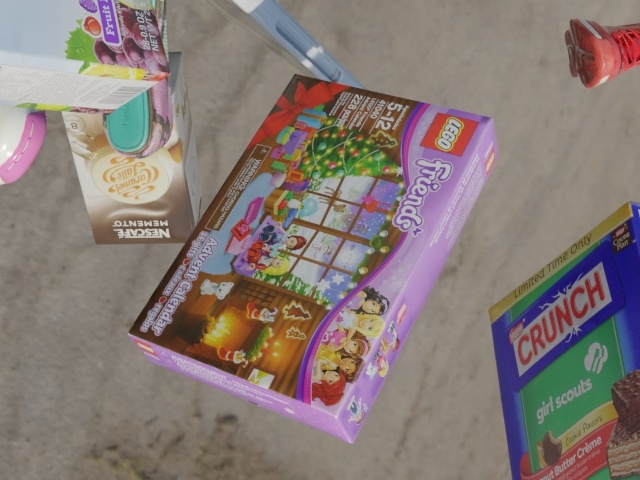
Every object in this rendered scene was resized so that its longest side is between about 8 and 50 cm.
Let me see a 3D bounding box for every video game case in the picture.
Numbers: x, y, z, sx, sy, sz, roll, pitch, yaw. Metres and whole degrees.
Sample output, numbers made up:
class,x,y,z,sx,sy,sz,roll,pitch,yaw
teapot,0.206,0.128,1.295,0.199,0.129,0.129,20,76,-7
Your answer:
class,x,y,z,sx,sy,sz,roll,pitch,yaw
video game case,-0.113,-0.302,1.233,0.036,0.329,0.300,-52,146,4

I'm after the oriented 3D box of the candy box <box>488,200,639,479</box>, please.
class,x,y,z,sx,sy,sz,roll,pitch,yaw
candy box,0.309,0.161,1.054,0.122,0.268,0.317,13,55,-20

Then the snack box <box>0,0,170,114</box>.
class,x,y,z,sx,sy,sz,roll,pitch,yaw
snack box,-0.195,-0.164,0.546,0.207,0.070,0.174,-4,74,-50

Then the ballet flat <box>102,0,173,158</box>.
class,x,y,z,sx,sy,sz,roll,pitch,yaw
ballet flat,-0.171,-0.189,0.951,0.079,0.077,0.221,-44,134,-69

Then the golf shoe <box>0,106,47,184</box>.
class,x,y,z,sx,sy,sz,roll,pitch,yaw
golf shoe,-0.352,-0.146,0.861,0.115,0.306,0.140,-58,147,5

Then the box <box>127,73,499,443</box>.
class,x,y,z,sx,sy,sz,roll,pitch,yaw
box,0.000,0.000,0.850,0.293,0.201,0.057,-60,151,-24

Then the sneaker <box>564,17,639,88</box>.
class,x,y,z,sx,sy,sz,roll,pitch,yaw
sneaker,0.370,-0.241,1.225,0.221,0.128,0.087,-69,146,-73

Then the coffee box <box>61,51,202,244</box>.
class,x,y,z,sx,sy,sz,roll,pitch,yaw
coffee box,-0.236,-0.114,1.307,0.098,0.141,0.246,-89,177,-45
